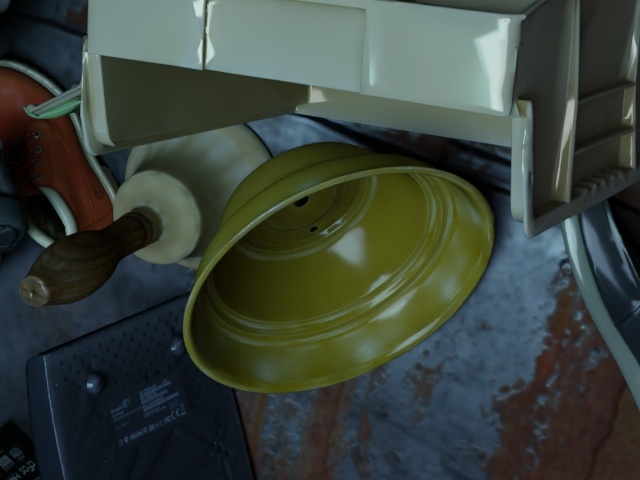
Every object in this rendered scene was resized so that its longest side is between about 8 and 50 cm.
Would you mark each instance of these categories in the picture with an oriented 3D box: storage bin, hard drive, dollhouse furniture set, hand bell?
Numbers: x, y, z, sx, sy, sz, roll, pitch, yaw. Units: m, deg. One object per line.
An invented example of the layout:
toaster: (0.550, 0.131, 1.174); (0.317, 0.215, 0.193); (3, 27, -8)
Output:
storage bin: (0.041, -0.100, 0.790); (0.262, 0.260, 0.123); (12, 107, 26)
hard drive: (-0.126, 0.179, 1.014); (0.054, 0.172, 0.255); (-3, 103, 41)
dollhouse furniture set: (-0.123, -0.102, 0.971); (0.151, 0.076, 0.059); (-22, 100, 25)
hand bell: (-0.126, -0.002, 0.911); (0.126, 0.242, 0.126); (6, 109, 18)

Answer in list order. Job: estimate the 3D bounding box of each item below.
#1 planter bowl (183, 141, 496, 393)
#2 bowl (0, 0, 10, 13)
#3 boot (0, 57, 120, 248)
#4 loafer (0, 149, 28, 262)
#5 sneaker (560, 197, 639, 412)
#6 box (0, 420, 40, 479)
planter bowl: (0.000, 0.000, 0.922); (0.217, 0.217, 0.090); (-47, 49, 26)
bowl: (-0.290, -0.214, 0.932); (0.134, 0.298, 0.298); (-12, 107, -22)
boot: (-0.208, -0.062, 1.012); (0.059, 0.084, 0.158); (-34, 91, 28)
loafer: (-0.281, -0.015, 1.023); (0.267, 0.096, 0.084); (-25, 71, 55)
sneaker: (0.237, 0.034, 0.883); (0.118, 0.083, 0.222); (-24, 104, 18)
box: (-0.236, 0.296, 1.004); (0.257, 0.322, 0.079); (43, 115, 3)
